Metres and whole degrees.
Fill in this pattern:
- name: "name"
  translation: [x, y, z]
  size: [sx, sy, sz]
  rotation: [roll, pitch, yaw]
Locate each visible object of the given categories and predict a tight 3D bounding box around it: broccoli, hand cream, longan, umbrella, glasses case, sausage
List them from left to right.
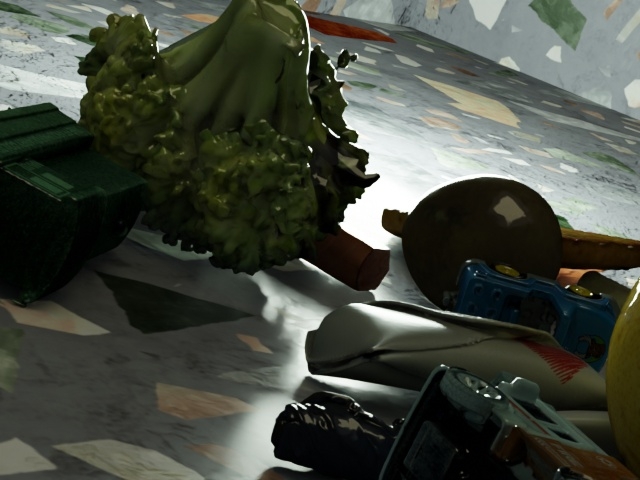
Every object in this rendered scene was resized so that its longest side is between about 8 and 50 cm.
- name: "broccoli"
  translation: [-0.090, -0.149, 1.898]
  size: [0.348, 0.281, 0.293]
  rotation: [38, 43, 4]
- name: "sausage"
  translation: [0.000, -0.001, 2.006]
  size: [0.169, 0.065, 0.065]
  rotation: [29, 18, 33]
- name: "umbrella"
  translation: [0.082, 0.174, 1.417]
  size: [0.248, 0.071, 0.071]
  rotation: [13, 14, -10]
- name: "glasses case"
  translation: [0.147, 0.111, 1.650]
  size: [0.308, 0.083, 0.128]
  rotation: [12, -7, -22]
- name: "longan"
  translation: [0.182, 0.007, 1.968]
  size: [0.187, 0.167, 0.167]
  rotation: [22, 15, 22]
- name: "hand cream"
  translation: [0.251, 0.180, 1.623]
  size: [0.255, 0.048, 0.079]
  rotation: [10, -22, -34]

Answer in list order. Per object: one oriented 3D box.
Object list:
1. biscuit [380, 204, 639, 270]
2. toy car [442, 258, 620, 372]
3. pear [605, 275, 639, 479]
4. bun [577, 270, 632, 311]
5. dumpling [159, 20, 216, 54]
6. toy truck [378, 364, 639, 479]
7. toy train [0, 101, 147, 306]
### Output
- name: "biscuit"
  translation: [0.248, -0.001, 2.207]
  size: [0.359, 0.046, 0.359]
  rotation: [7, 3, 0]
- name: "toy car"
  translation: [0.220, 0.093, 1.831]
  size: [0.191, 0.097, 0.100]
  rotation: [15, 18, -6]
- name: "pear"
  translation: [0.389, 0.127, 1.485]
  size: [0.314, 0.314, 0.314]
  rotation: [16, 14, -4]
- name: "bun"
  translation: [0.352, 0.073, 2.153]
  size: [0.086, 0.054, 0.086]
  rotation: [28, 5, -2]
- name: "dumpling"
  translation: [-0.127, -0.183, 2.243]
  size: [0.270, 0.211, 0.320]
  rotation: [8, 23, -4]
- name: "toy truck"
  translation: [0.178, 0.209, 1.264]
  size: [0.184, 0.133, 0.338]
  rotation: [16, 16, -36]
- name: "toy train"
  translation: [-0.281, -0.038, 1.697]
  size: [0.178, 0.138, 0.330]
  rotation: [28, 13, 7]
